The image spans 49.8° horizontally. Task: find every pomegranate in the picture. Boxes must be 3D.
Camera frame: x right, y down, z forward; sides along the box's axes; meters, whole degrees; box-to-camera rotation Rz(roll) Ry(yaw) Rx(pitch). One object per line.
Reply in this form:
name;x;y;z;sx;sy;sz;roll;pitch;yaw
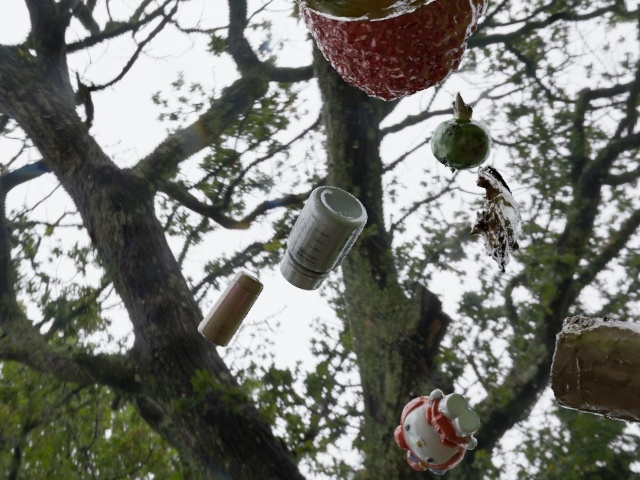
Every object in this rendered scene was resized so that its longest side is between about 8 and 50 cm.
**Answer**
pomegranate;0.273;-0.208;1.334;0.122;0.122;0.161;-6;-74;-17

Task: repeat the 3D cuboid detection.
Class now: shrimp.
shrimp;0.253;-0.032;1.045;0.066;0.262;0.117;-39;-84;28

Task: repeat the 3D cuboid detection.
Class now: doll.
doll;0.240;0.409;1.460;0.130;0.290;0.161;-28;-109;-31

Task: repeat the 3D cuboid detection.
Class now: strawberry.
strawberry;0.086;-0.339;1.003;0.277;0.257;0.257;15;-85;-35

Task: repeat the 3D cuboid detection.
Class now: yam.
yam;0.413;0.172;0.867;0.239;0.128;0.129;7;-118;17

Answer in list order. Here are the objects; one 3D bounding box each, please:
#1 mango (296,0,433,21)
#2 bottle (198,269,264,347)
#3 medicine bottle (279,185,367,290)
mango;0.089;-0.286;0.484;0.317;0.211;0.172;-31;-106;23
bottle;-0.113;0.086;0.879;0.045;0.045;0.096;34;-90;-20
medicine bottle;0.000;0.000;0.912;0.080;0.080;0.130;15;-54;-20
